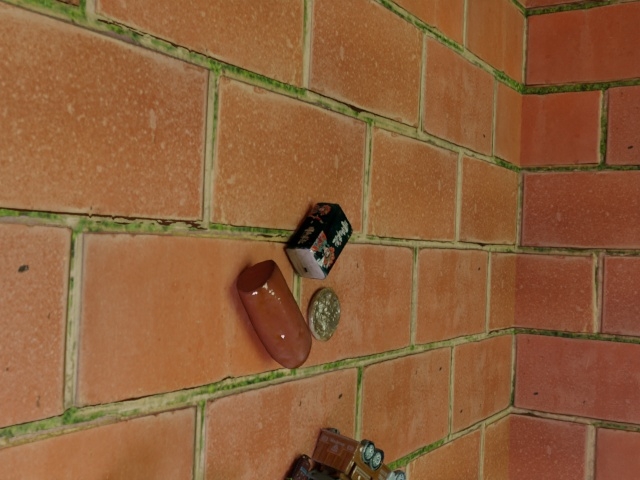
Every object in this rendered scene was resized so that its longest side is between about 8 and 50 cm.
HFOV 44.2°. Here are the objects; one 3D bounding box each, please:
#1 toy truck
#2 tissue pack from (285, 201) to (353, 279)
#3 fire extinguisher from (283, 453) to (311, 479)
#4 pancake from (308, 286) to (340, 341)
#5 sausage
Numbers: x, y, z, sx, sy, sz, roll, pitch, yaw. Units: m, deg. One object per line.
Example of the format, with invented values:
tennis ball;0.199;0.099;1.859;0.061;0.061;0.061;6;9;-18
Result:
toy truck;0.094;0.627;2.023;0.338;0.133;0.184;51;60;-43
tissue pack;0.000;-0.001;1.867;0.170;0.090;0.103;-60;136;-38
fire extinguisher;-0.057;0.554;1.856;0.132;0.039;0.056;-57;146;-40
pancake;0.011;0.183;1.959;0.139;0.022;0.139;-4;95;-57
sausage;-0.093;0.172;1.710;0.113;0.113;0.259;-55;134;-41
